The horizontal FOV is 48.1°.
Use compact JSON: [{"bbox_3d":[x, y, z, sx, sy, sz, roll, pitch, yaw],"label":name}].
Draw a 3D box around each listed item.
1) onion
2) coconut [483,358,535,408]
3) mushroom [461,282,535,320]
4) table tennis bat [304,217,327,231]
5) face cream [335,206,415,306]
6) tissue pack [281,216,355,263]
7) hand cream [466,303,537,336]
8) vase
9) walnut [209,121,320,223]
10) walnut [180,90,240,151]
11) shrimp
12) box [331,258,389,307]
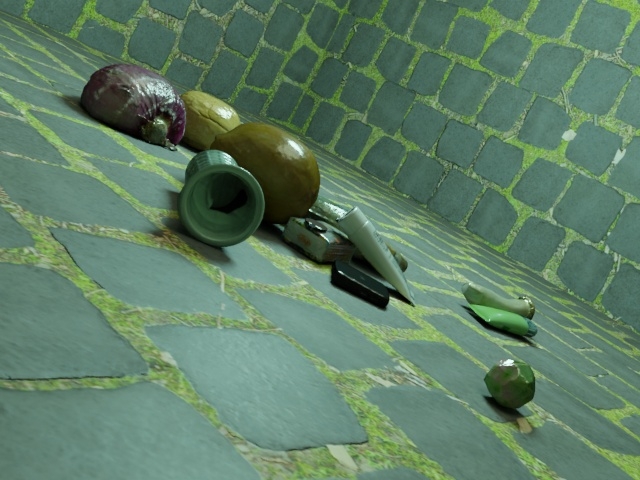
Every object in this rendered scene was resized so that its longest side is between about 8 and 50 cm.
[{"bbox_3d":[-0.493,-0.384,1.867,0.349,0.159,0.267,37,12,38],"label":"onion"},{"bbox_3d":[0.305,0.229,1.148,0.081,0.082,0.083,-2,-63,58],"label":"coconut"},{"bbox_3d":[0.440,0.158,1.784,0.209,0.084,0.071,20,44,-24],"label":"mushroom"},{"bbox_3d":[-0.012,-0.031,1.455,0.050,0.007,0.083,30,13,9],"label":"table tennis bat"},{"bbox_3d":[0.127,0.034,1.528,0.243,0.058,0.092,52,11,-7],"label":"face cream"},{"bbox_3d":[0.000,0.000,1.516,0.109,0.060,0.148,31,11,25],"label":"tissue pack"},{"bbox_3d":[0.440,0.193,1.719,0.175,0.046,0.095,15,16,-24],"label":"hand cream"},{"bbox_3d":[-0.192,-0.092,1.323,0.143,0.143,0.299,24,8,-16],"label":"vase"},{"bbox_3d":[-0.125,-0.160,1.563,0.298,0.203,0.203,41,16,28],"label":"walnut"},{"bbox_3d":[-0.324,-0.331,2.024,0.197,0.165,0.165,36,11,2],"label":"walnut"},{"bbox_3d":[0.015,-0.052,1.708,0.446,0.110,0.221,32,6,7],"label":"shrimp"},{"bbox_3d":[0.078,0.085,1.411,0.125,0.027,0.126,29,10,-4],"label":"box"}]
